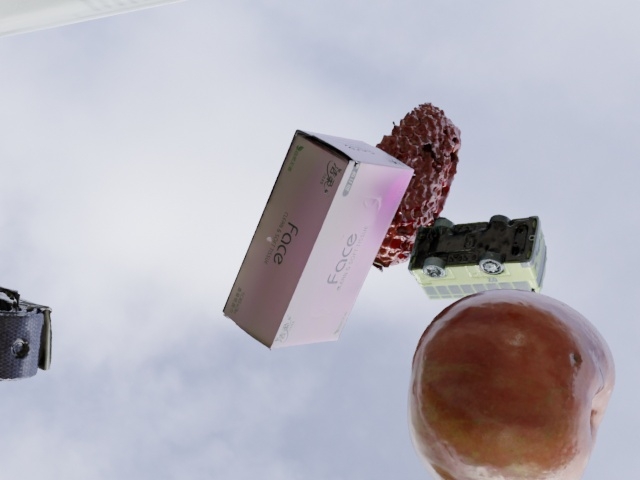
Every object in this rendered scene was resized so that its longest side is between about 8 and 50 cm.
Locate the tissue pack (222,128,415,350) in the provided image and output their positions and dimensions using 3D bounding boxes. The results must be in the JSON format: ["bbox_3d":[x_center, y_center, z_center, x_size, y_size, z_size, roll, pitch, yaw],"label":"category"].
[{"bbox_3d":[0.000,0.000,1.114,0.092,0.149,0.246,32,-72,31],"label":"tissue pack"}]

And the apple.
[{"bbox_3d":[0.172,0.142,0.829,0.164,0.209,0.209,6,-114,24],"label":"apple"}]

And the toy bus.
[{"bbox_3d":[0.218,0.026,1.251,0.175,0.101,0.088,-5,-132,30],"label":"toy bus"}]

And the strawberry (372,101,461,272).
[{"bbox_3d":[0.121,-0.064,1.325,0.106,0.188,0.286,29,-99,30],"label":"strawberry"}]

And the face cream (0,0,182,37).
[{"bbox_3d":[-0.067,-0.177,0.481,0.346,0.102,0.101,-5,-118,19],"label":"face cream"}]

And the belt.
[{"bbox_3d":[-0.488,0.121,1.353,0.231,0.140,0.126,11,-85,45],"label":"belt"}]
